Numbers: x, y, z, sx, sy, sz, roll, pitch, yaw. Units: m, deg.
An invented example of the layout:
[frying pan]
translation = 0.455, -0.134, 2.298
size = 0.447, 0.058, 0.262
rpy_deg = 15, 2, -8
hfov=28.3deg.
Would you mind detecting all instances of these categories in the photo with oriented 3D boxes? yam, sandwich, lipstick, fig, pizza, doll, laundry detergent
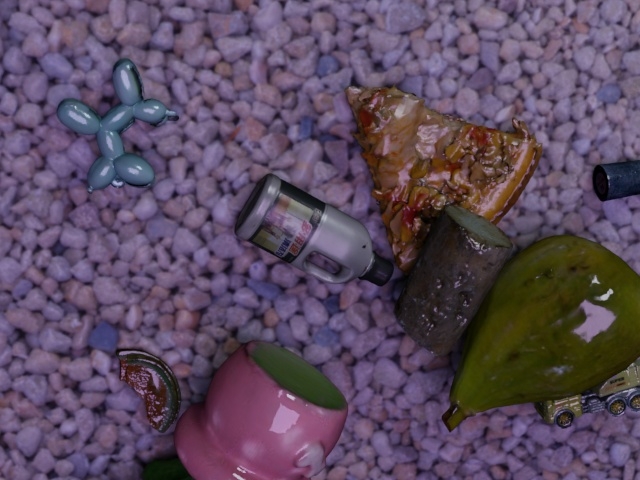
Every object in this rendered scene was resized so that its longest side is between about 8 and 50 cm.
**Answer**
[yam]
translation = 0.172, 0.060, 1.719
size = 0.107, 0.107, 0.194
rpy_deg = 20, 112, -15
[sandwich]
translation = -0.236, 0.202, 1.776
size = 0.067, 0.029, 0.135
rpy_deg = -33, 108, -1
[lipstick]
translation = 0.510, -0.100, 1.823
size = 0.234, 0.053, 0.053
rpy_deg = -9, 107, -10
[fig]
translation = 0.303, 0.121, 1.737
size = 0.314, 0.233, 0.233
rpy_deg = -25, 109, -20
[pizza]
translation = 0.179, -0.113, 1.748
size = 0.251, 0.074, 0.287
rpy_deg = -24, 111, -6
[doll]
translation = -0.266, -0.138, 1.662
size = 0.159, 0.059, 0.158
rpy_deg = -42, 108, 1
[laundry detergent]
translation = 0.000, 0.000, 1.746
size = 0.226, 0.070, 0.099
rpy_deg = 28, 92, -17

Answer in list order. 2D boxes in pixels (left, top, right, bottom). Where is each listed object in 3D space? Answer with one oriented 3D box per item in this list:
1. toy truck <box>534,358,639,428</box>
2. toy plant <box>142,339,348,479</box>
[toy truck]
translation = 0.399, 0.205, 1.873
size = 0.169, 0.077, 0.100
rpy_deg = -12, 110, -6
[toy plant]
translation = -0.135, 0.313, 1.719
size = 0.356, 0.210, 0.317
rpy_deg = -51, 149, 16
